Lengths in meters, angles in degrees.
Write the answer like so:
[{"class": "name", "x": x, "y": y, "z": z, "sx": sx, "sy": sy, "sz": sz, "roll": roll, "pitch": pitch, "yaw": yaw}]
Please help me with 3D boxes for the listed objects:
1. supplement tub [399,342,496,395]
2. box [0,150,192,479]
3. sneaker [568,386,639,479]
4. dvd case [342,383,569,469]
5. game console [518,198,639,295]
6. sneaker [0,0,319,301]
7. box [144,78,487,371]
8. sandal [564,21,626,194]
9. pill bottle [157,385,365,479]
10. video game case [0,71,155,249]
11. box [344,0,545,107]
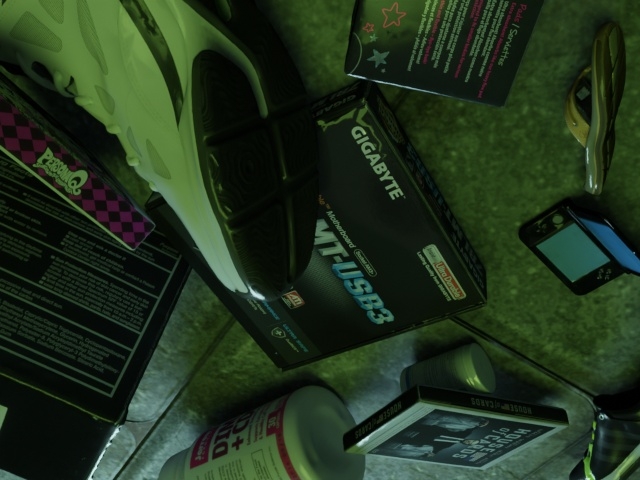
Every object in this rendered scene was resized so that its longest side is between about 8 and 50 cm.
[{"class": "supplement tub", "x": 0.164, "y": 0.182, "z": 0.980, "sx": 0.107, "sy": 0.071, "sz": 0.071, "roll": -27, "pitch": 117, "yaw": 28}, {"class": "box", "x": -0.332, "y": 0.081, "z": 0.862, "sx": 0.296, "sy": 0.294, "sz": 0.182, "roll": 27, "pitch": 129, "yaw": -9}, {"class": "sneaker", "x": 0.392, "y": 0.243, "z": 0.993, "sx": 0.097, "sy": 0.084, "sz": 0.234, "roll": 41, "pitch": 126, "yaw": 10}, {"class": "dvd case", "x": 0.176, "y": 0.249, "z": 0.990, "sx": 0.239, "sy": 0.029, "sz": 0.179, "roll": 15, "pitch": 140, "yaw": -25}, {"class": "game console", "x": 0.297, "y": 0.019, "z": 0.832, "sx": 0.122, "sy": 0.071, "sz": 0.107, "roll": 42, "pitch": 123, "yaw": -19}, {"class": "sneaker", "x": -0.171, "y": -0.146, "z": 0.738, "sx": 0.258, "sy": 0.169, "sz": 0.447, "roll": -7, "pitch": 108, "yaw": 35}, {"class": "box", "x": 0.000, "y": 0.000, "z": 0.879, "sx": 0.294, "sy": 0.073, "sz": 0.295, "roll": -21, "pitch": 120, "yaw": 25}, {"class": "sandal", "x": 0.265, "y": -0.124, "z": 0.744, "sx": 0.049, "sy": 0.072, "sz": 0.180, "roll": 15, "pitch": 135, "yaw": 28}, {"class": "pill bottle", "x": -0.092, "y": 0.328, "z": 1.083, "sx": 0.283, "sy": 0.160, "sz": 0.160, "roll": -30, "pitch": 116, "yaw": 28}, {"class": "video game case", "x": -0.285, "y": -0.107, "z": 0.744, "sx": 0.042, "sy": 0.210, "sz": 0.232, "roll": -47, "pitch": 133, "yaw": -4}, {"class": "box", "x": 0.117, "y": -0.260, "z": 0.604, "sx": 0.142, "sy": 0.163, "sz": 0.247, "roll": 13, "pitch": 128, "yaw": -3}]
